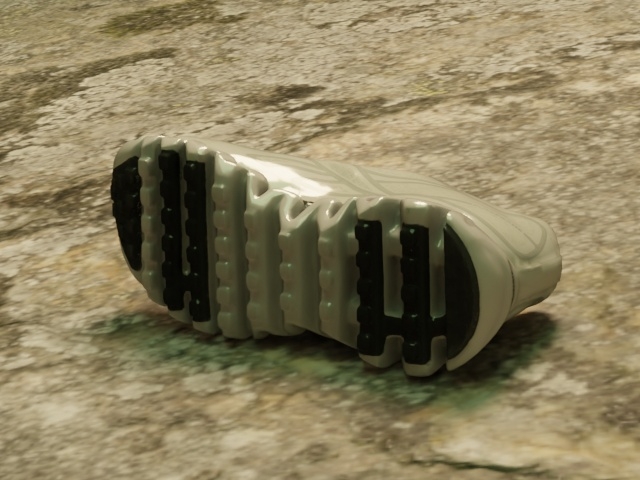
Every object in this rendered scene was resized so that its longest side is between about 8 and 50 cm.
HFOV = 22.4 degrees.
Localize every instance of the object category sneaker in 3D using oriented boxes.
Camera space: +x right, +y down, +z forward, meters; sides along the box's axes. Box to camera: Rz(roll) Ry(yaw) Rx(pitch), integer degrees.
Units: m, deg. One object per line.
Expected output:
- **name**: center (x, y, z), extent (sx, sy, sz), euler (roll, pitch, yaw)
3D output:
- **sneaker**: center (0.000, 0.000, 0.906), extent (0.292, 0.110, 0.118), euler (16, 22, 37)
